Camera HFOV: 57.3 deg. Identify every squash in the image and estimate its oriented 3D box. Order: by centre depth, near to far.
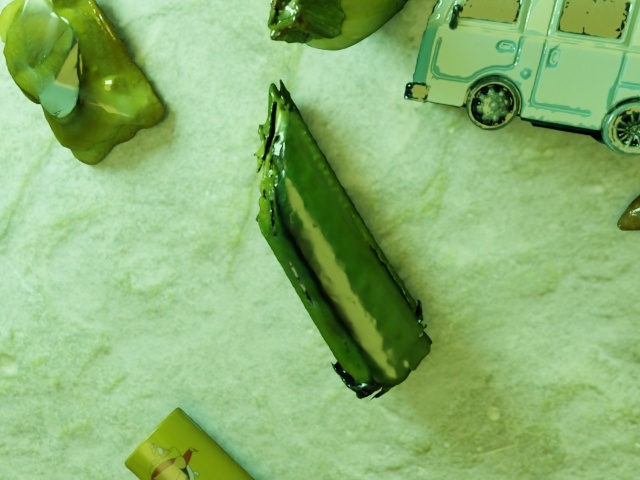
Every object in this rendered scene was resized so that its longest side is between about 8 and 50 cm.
[{"bbox_3d":[0.029,-0.240,0.582,0.137,0.287,0.137,8,134,8],"label":"squash"}]

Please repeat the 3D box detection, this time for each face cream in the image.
[{"bbox_3d":[-0.109,0.388,0.806,0.349,0.105,0.105,43,109,4],"label":"face cream"}]

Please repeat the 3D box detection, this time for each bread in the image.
[{"bbox_3d":[-0.325,-0.222,0.755,0.161,0.088,0.233,-30,94,14],"label":"bread"}]

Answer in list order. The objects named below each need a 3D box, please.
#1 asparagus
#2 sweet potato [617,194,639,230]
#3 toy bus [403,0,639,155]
[{"bbox_3d":[0.000,0.000,0.699,0.128,0.108,0.381,-30,90,20],"label":"asparagus"},{"bbox_3d":[0.412,-0.062,0.594,0.218,0.051,0.065,-23,135,19],"label":"sweet potato"},{"bbox_3d":[0.232,-0.185,0.578,0.271,0.133,0.164,13,108,13],"label":"toy bus"}]
